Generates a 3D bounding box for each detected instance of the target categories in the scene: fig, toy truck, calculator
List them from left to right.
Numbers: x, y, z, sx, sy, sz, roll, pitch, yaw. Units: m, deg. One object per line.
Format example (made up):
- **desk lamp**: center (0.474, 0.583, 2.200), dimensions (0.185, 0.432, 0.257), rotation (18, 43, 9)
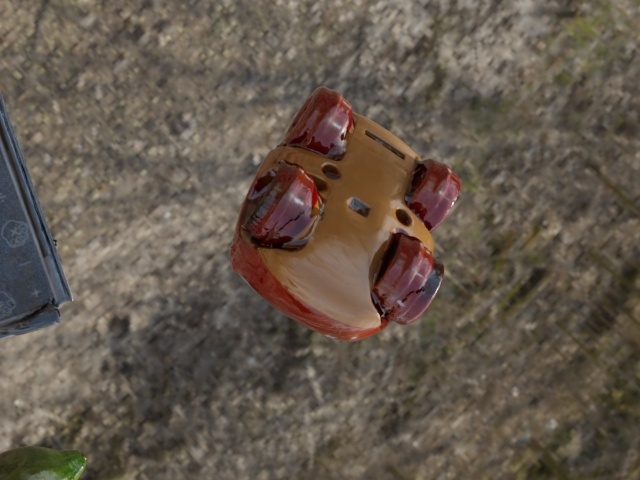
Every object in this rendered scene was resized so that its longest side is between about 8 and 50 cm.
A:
- **calculator**: center (-0.330, -0.038, 0.935), dimensions (0.165, 0.274, 0.028), rotation (-18, -171, 0)
- **fig**: center (-0.422, 0.360, 1.631), dimensions (0.156, 0.123, 0.123), rotation (-28, 151, -26)
- **toy truck**: center (0.000, 0.000, 1.074), dimensions (0.239, 0.189, 0.265), rotation (-48, -166, 43)
